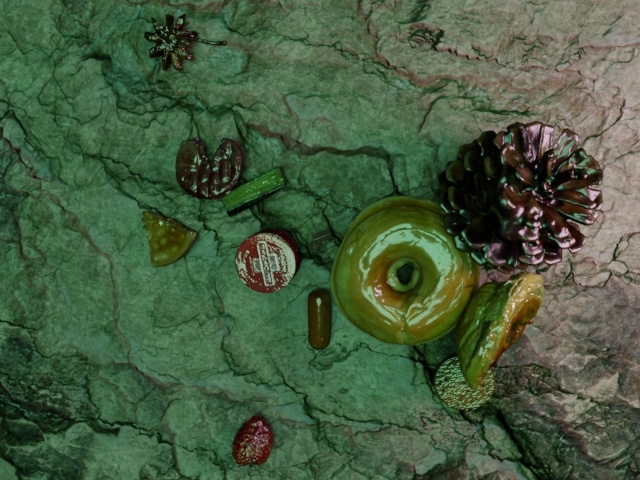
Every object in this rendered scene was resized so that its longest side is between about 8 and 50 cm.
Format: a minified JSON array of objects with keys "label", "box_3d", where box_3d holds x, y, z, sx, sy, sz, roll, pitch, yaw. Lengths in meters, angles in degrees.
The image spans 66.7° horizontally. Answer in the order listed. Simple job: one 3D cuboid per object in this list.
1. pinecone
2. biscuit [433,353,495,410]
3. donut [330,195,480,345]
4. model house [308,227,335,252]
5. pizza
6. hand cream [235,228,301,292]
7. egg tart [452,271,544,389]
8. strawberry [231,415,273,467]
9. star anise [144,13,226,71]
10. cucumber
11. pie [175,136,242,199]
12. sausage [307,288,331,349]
[{"label":"pinecone","box_3d":[0.519,-0.121,1.244,0.398,0.398,0.397,1,98,8]},{"label":"biscuit","box_3d":[0.448,0.442,1.519,0.188,0.027,0.187,1,99,8]},{"label":"donut","box_3d":[0.243,0.092,1.417,0.449,0.198,0.448,1,96,9]},{"label":"model house","box_3d":[0.000,0.000,1.506,0.083,0.058,0.057,-20,95,10]},{"label":"pizza","box_3d":[-0.498,-0.024,1.571,0.201,0.053,0.193,-26,95,21]},{"label":"hand cream","box_3d":[-0.158,0.060,1.502,0.193,0.125,0.193,1,96,8]},{"label":"egg tart","box_3d":[0.474,0.251,1.364,0.153,0.351,0.339,33,72,31]},{"label":"strawberry","box_3d":[-0.220,0.663,1.591,0.131,0.131,0.148,22,108,4]},{"label":"star anise","box_3d":[-0.428,-0.620,1.479,0.234,0.073,0.177,-29,102,3]},{"label":"cucumber","box_3d":[-0.202,-0.148,1.517,0.211,0.062,0.078,-25,71,5]},{"label":"pie","box_3d":[-0.346,-0.227,1.505,0.219,0.054,0.204,16,87,12]},{"label":"sausage","box_3d":[-0.002,0.251,1.532,0.076,0.076,0.197,1,99,8]}]
